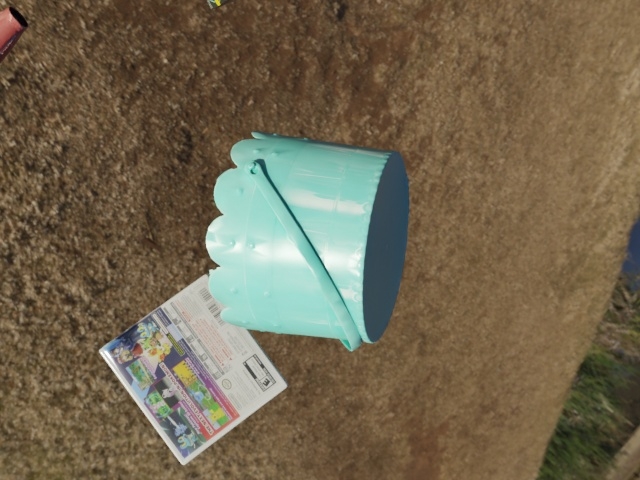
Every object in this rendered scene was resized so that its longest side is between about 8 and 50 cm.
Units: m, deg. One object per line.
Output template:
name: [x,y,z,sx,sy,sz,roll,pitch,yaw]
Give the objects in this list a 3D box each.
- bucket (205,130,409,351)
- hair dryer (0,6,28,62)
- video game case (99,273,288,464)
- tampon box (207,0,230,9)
bucket: [0.000,0.000,0.720,0.281,0.183,0.281,7,90,-71]
hair dryer: [-0.565,-0.269,0.799,0.293,0.080,0.223,-29,180,-30]
video game case: [-0.177,0.180,0.799,0.183,0.201,0.023,-36,-179,-7]
tampon box: [-0.153,-0.503,1.003,0.101,0.161,0.120,-33,112,-22]
